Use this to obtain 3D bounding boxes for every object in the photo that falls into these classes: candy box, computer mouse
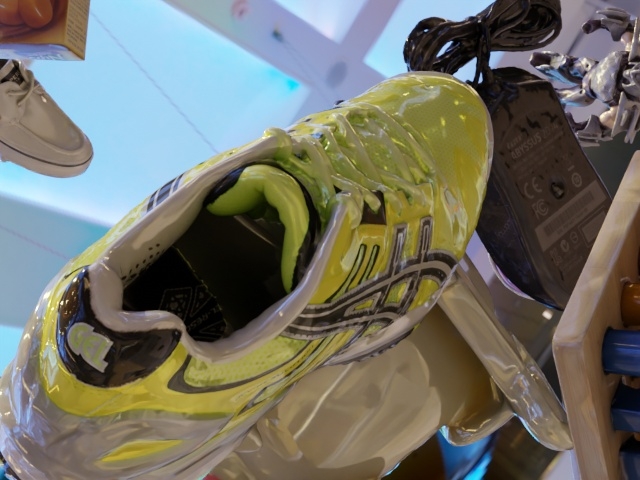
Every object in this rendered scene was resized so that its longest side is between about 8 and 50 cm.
[{"bbox_3d":[-0.249,-0.249,0.854,0.053,0.109,0.187,39,-126,-79],"label":"candy box"},{"bbox_3d":[0.163,-0.063,0.831,0.188,0.072,0.272,-28,-83,-37],"label":"computer mouse"}]

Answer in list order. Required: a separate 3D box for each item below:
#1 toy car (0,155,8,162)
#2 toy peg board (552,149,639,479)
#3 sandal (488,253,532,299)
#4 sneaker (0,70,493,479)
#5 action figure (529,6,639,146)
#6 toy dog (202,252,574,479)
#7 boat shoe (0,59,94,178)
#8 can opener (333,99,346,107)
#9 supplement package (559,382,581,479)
[{"bbox_3d":[-0.485,-0.182,1.379,0.159,0.182,0.136,1,-98,-16],"label":"toy car"},{"bbox_3d":[0.188,0.063,0.505,0.161,0.079,0.161,-53,-46,-43],"label":"toy peg board"},{"bbox_3d":[0.344,0.053,1.190,0.102,0.416,0.169,-40,-72,-25],"label":"sandal"},{"bbox_3d":[0.000,0.000,0.554,0.384,0.145,0.147,-43,-8,-40],"label":"sneaker"},{"bbox_3d":[0.367,-0.217,1.387,0.099,0.285,0.185,23,-92,-19],"label":"action figure"},{"bbox_3d":[-0.020,0.139,1.021,0.408,0.395,0.284,-35,-68,9],"label":"toy dog"},{"bbox_3d":[-0.381,-0.181,1.215,0.088,0.267,0.096,-42,11,46],"label":"boat shoe"},{"bbox_3d":[0.022,-0.107,1.302,0.073,0.186,0.059,16,-47,-19],"label":"can opener"},{"bbox_3d":[0.394,0.181,0.928,0.204,0.262,0.145,-16,-80,-35],"label":"supplement package"}]
